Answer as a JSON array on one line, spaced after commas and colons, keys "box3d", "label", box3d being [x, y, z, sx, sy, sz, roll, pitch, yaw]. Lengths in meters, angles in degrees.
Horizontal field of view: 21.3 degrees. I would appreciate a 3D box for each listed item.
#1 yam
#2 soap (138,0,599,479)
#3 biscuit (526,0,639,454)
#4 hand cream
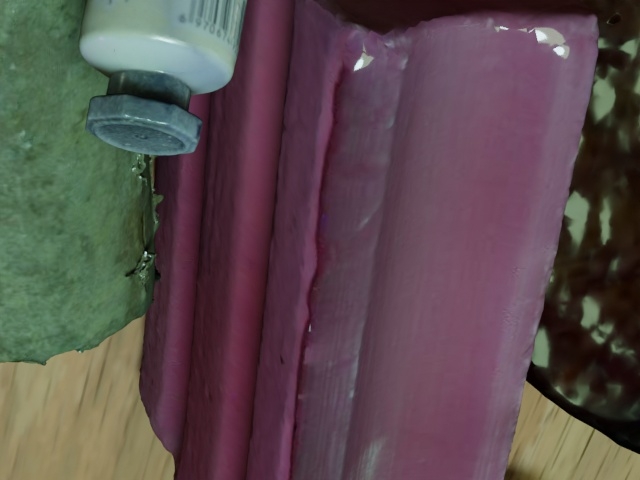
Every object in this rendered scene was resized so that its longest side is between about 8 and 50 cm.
[{"box3d": [-0.157, -0.089, 0.735, 0.168, 0.168, 0.304, -12, 130, -12], "label": "yam"}, {"box3d": [0.000, 0.000, 0.820, 0.128, 0.233, 0.359, -8, 128, -21], "label": "soap"}, {"box3d": [0.249, -0.072, 0.898, 0.407, 0.091, 0.407, -5, 111, -15], "label": "biscuit"}, {"box3d": [-0.046, -0.169, 0.671, 0.059, 0.276, 0.095, 3, 164, 23], "label": "hand cream"}]
